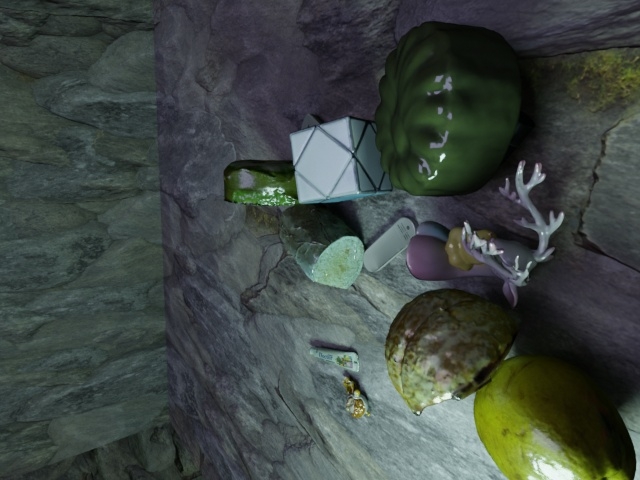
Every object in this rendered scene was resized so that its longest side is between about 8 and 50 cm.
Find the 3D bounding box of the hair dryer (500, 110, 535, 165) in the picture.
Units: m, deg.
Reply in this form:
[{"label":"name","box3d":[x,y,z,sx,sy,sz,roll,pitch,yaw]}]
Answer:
[{"label":"hair dryer","box3d":[0.364,-0.274,0.979,0.124,0.071,0.219,-57,47,42]}]

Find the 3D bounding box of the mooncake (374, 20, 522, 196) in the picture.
[{"label":"mooncake","box3d":[0.245,-0.269,0.940,0.356,0.194,0.356,-179,90,-77]}]

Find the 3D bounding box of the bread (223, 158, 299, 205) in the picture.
[{"label":"bread","box3d":[-0.162,-0.201,1.433,0.382,0.366,0.129,11,107,39]}]

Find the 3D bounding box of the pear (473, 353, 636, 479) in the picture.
[{"label":"pear","box3d":[0.430,0.348,0.835,0.321,0.269,0.269,-105,17,-74]}]

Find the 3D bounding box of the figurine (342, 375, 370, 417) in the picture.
[{"label":"figurine","box3d":[0.112,0.530,1.478,0.143,0.068,0.101,30,117,61]}]

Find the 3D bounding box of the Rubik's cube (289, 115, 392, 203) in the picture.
[{"label":"Rubik's cube","box3d":[0.061,-0.218,1.234,0.205,0.205,0.207,-5,93,36]}]

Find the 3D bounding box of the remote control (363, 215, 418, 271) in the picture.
[{"label":"remote control","box3d":[0.201,0.015,1.285,0.245,0.022,0.077,-49,61,45]}]

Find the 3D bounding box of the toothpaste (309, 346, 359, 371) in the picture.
[{"label":"toothpaste","box3d":[0.044,0.413,1.566,0.255,0.037,0.067,-2,95,50]}]

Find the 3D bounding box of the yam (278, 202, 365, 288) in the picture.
[{"label":"yam","box3d":[0.000,-0.004,1.419,0.271,0.202,0.201,41,106,43]}]

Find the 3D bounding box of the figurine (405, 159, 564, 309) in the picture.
[{"label":"figurine","box3d":[0.331,0.013,0.910,0.316,0.206,0.284,-1,138,47]}]

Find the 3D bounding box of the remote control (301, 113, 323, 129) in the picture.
[{"label":"remote control","box3d":[0.029,-0.307,1.435,0.309,0.038,0.090,53,135,32]}]

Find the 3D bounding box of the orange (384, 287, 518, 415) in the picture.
[{"label":"orange","box3d":[0.257,0.214,0.918,0.210,0.271,0.368,58,177,23]}]
